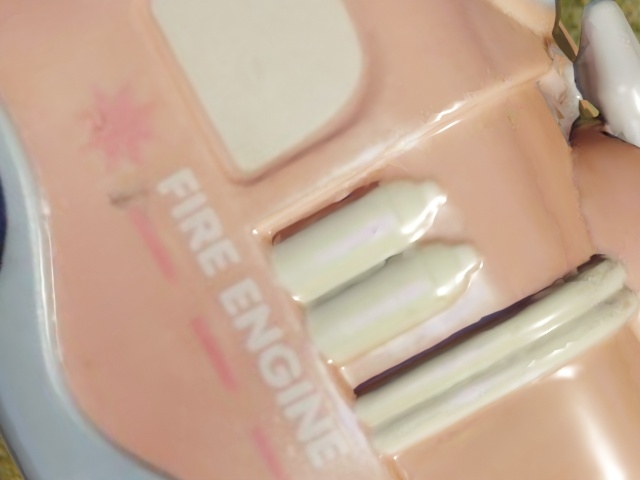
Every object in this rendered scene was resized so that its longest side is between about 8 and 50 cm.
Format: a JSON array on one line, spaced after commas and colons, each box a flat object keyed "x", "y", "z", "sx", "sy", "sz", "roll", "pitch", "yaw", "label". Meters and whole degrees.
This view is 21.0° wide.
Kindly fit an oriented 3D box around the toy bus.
[{"x": 0.000, "y": 0.000, "z": 0.538, "sx": 0.232, "sy": 0.194, "sz": 0.287, "roll": -28, "pitch": 88, "yaw": 23, "label": "toy bus"}]
